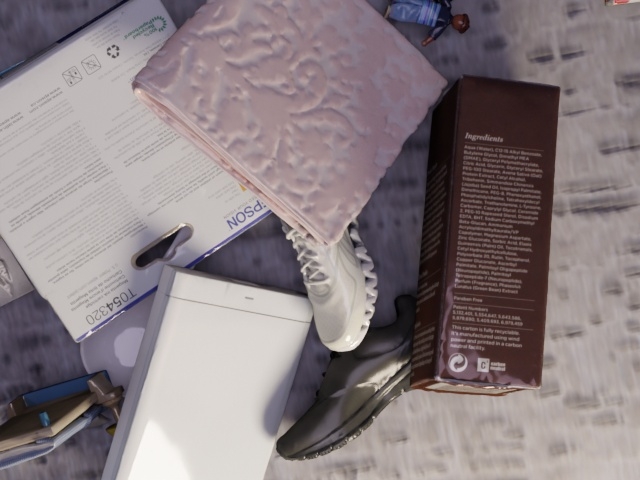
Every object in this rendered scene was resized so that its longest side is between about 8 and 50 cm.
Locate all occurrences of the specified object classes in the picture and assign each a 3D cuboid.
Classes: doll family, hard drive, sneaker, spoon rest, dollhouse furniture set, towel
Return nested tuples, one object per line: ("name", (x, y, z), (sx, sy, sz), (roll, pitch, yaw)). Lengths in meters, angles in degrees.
("doll family", (0.155, -0.350, 1.888), (0.111, 0.076, 0.193), (15, 98, -7))
("hard drive", (-0.151, 0.222, 1.884), (0.233, 0.047, 0.353), (13, 96, -39))
("sneaker", (0.047, 0.184, 1.929), (0.286, 0.109, 0.130), (-38, 90, -8))
("spoon rest", (-0.217, 0.080, 1.905), (0.137, 0.084, 0.276), (27, 93, -5))
("dollhouse furniture set", (-0.392, 0.322, 1.809), (0.303, 0.286, 0.198), (-18, 97, 14))
("sneaker", (0.000, 0.000, 1.870), (0.118, 0.110, 0.292), (-1, 85, -44))
("towel", (-0.029, -0.196, 1.820), (0.317, 0.053, 0.332), (42, 57, -8))

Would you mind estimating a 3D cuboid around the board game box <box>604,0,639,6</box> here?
("board game box", (0.521, -0.425, 1.908), (0.305, 0.053, 0.193), (-8, 96, -2))

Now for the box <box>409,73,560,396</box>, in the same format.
("box", (0.206, 0.001, 1.824), (0.143, 0.191, 0.381), (5, 81, -5))

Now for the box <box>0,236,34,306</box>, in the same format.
("box", (-0.409, -0.022, 1.877), (0.231, 0.056, 0.183), (-26, 110, 0))

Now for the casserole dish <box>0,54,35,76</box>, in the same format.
("casserole dish", (-0.389, -0.171, 1.894), (0.188, 0.037, 0.114), (-28, 96, -1))

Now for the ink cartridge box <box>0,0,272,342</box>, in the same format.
("ink cartridge box", (-0.268, -0.095, 1.819), (0.324, 0.071, 0.330), (-34, 110, -12))
